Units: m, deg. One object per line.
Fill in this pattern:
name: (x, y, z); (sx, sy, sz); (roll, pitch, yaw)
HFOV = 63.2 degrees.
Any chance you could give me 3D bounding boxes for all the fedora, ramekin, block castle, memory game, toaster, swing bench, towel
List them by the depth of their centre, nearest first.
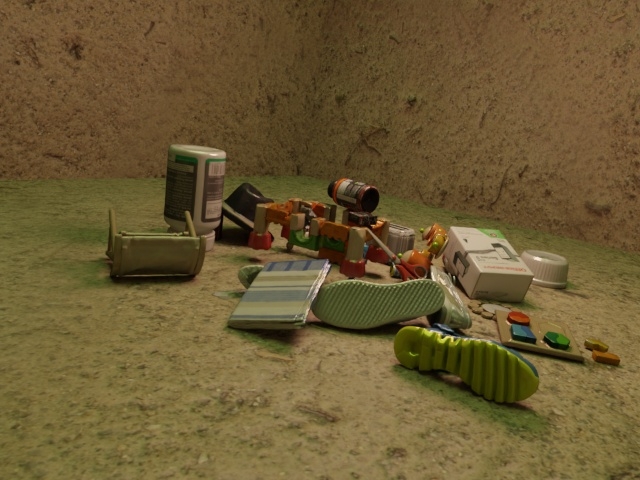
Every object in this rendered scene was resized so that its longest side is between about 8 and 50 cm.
towel: (-0.098, 0.136, 1.355); (0.209, 0.034, 0.285); (-3, 29, 19)
swing bench: (-0.505, 0.020, 1.580); (0.253, 0.165, 0.254); (2, 20, -27)
memory game: (0.564, 0.225, 1.666); (0.186, 0.012, 0.186); (7, 13, -2)
block castle: (0.000, 0.000, 1.849); (0.452, 0.213, 0.303); (14, 17, 26)
toaster: (0.285, 0.015, 2.080); (0.226, 0.147, 0.129); (18, 18, 36)
fedora: (-0.282, -0.135, 2.126); (0.334, 0.153, 0.334); (35, 4, -3)
ramekin: (0.909, 0.112, 2.129); (0.207, 0.109, 0.207); (8, 13, -2)

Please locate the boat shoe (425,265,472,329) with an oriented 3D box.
boat shoe: (0.372, 0.173, 1.570); (0.103, 0.118, 0.320); (14, 17, -2)

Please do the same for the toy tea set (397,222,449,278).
toy tea set: (0.369, 0.022, 1.896); (0.124, 0.200, 0.336); (31, 16, 6)

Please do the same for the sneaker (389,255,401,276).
sneaker: (0.291, 0.100, 1.941); (0.059, 0.053, 0.144); (9, 22, 3)

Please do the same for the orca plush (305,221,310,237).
orca plush: (0.014, -0.057, 2.309); (0.287, 0.102, 0.151); (8, 14, -1)

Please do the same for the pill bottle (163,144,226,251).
pill bottle: (-0.456, -0.152, 1.873); (0.204, 0.362, 0.204); (8, 13, -2)

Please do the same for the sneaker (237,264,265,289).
sneaker: (-0.137, 0.121, 1.562); (0.232, 0.091, 0.115); (14, 5, -15)

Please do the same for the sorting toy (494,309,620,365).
sorting toy: (0.659, 0.266, 1.466); (0.307, 0.041, 0.229); (10, 18, 9)

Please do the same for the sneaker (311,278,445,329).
sneaker: (0.149, 0.184, 1.434); (0.365, 0.135, 0.150); (0, -18, -7)

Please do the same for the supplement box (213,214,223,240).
supplement box: (-0.485, -0.068, 2.059); (0.188, 0.104, 0.081); (8, 12, -2)

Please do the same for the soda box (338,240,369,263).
soda box: (0.112, 0.029, 2.077); (0.067, 0.071, 0.210); (1, 15, -25)

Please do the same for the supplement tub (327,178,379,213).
supplement tub: (0.115, -0.168, 1.908); (0.106, 0.106, 0.197); (-4, 18, -41)

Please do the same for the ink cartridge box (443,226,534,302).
ink cartridge box: (0.594, 0.081, 1.869); (0.211, 0.122, 0.289); (3, 33, -13)

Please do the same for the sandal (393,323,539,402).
sandal: (0.333, 0.259, 1.175); (0.317, 0.126, 0.138); (18, 13, 32)

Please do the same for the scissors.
scissors: (0.246, 0.075, 1.686); (0.297, 0.109, 0.021); (34, -28, -23)

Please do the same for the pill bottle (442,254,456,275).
pill bottle: (0.531, 0.088, 2.053); (0.086, 0.086, 0.152); (9, 14, 4)

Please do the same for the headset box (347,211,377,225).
headset box: (0.135, -0.072, 1.707); (0.083, 0.032, 0.062); (-2, 18, -34)
